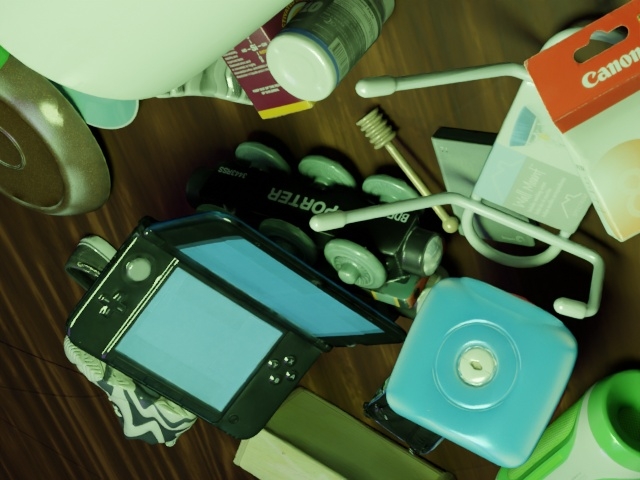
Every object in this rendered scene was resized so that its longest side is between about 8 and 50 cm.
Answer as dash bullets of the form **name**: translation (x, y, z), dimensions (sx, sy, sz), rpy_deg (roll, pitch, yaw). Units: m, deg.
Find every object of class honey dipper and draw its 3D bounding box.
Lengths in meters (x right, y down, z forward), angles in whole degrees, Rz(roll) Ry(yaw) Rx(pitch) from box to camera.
- **honey dipper**: translation (0.099, -0.074, 1.621), dimensions (0.161, 0.030, 0.030), rpy_deg (51, 144, -5)

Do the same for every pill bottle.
- **pill bottle**: translation (0.013, -0.207, 1.473), dimensions (0.078, 0.137, 0.078), rpy_deg (24, 142, 20)

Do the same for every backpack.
- **backpack**: translation (0.126, 0.201, 1.873), dimensions (0.105, 0.084, 0.114), rpy_deg (39, 150, 0)

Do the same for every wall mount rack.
- **wall mount rack**: translation (0.169, -0.065, 1.451), dimensions (0.304, 0.130, 0.350), rpy_deg (21, 140, 1)

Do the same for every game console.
- **game console**: translation (-0.099, 0.106, 1.700), dimensions (0.293, 0.250, 0.173), rpy_deg (34, -173, -27)

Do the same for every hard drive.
- **hard drive**: translation (0.177, -0.056, 1.591), dimensions (0.094, 0.022, 0.135), rpy_deg (10, 136, 35)

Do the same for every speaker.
- **speaker**: translation (0.306, 0.258, 1.734), dimensions (0.131, 0.131, 0.296), rpy_deg (37, 145, 3)

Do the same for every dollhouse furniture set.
- **dollhouse furniture set**: translation (-0.022, 0.446, 2.069), dimensions (0.256, 0.362, 0.394), rpy_deg (30, 115, 17)

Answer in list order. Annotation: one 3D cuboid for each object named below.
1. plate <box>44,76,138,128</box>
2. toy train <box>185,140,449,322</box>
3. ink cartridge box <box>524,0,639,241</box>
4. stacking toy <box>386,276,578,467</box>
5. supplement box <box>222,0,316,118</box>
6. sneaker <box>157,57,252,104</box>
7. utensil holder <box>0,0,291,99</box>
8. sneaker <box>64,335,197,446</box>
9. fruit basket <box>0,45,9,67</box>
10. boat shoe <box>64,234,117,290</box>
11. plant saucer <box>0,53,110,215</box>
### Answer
- **plate**: translation (-0.295, -0.219, 1.846), dimensions (0.188, 0.024, 0.188), rpy_deg (25, 144, 20)
- **toy train**: translation (0.000, 0.000, 1.734), dimensions (0.333, 0.142, 0.190), rpy_deg (16, 151, 28)
- **ink cartridge box**: translation (0.283, -0.111, 1.307), dimensions (0.179, 0.145, 0.045), rpy_deg (61, 177, -13)
- **stacking toy**: translation (0.213, 0.151, 1.647), dimensions (0.175, 0.166, 0.302), rpy_deg (25, 180, 24)
- **supplement box**: translation (-0.056, -0.234, 1.536), dimensions (0.080, 0.104, 0.188), rpy_deg (-8, 124, 46)
- **sneaker**: translation (-0.167, -0.200, 1.578), dimensions (0.281, 0.105, 0.115), rpy_deg (15, -178, -42)
- **utensil holder**: translation (-0.102, -0.332, 1.215), dimensions (0.327, 0.328, 0.385), rpy_deg (47, 134, -11)
- **sneaker**: translation (-0.301, 0.239, 2.302), dimensions (0.235, 0.094, 0.153), rpy_deg (26, 136, 2)
- **fruit basket**: translation (-0.571, -0.337, 1.781), dimensions (0.392, 0.283, 0.392), rpy_deg (27, 158, 12)
- **boat shoe**: translation (-0.274, 0.094, 2.132), dimensions (0.228, 0.076, 0.080), rpy_deg (48, 145, -12)
- **plant saucer**: translation (-0.417, -0.141, 2.005), dimensions (0.310, 0.050, 0.311), rpy_deg (27, 147, 19)
